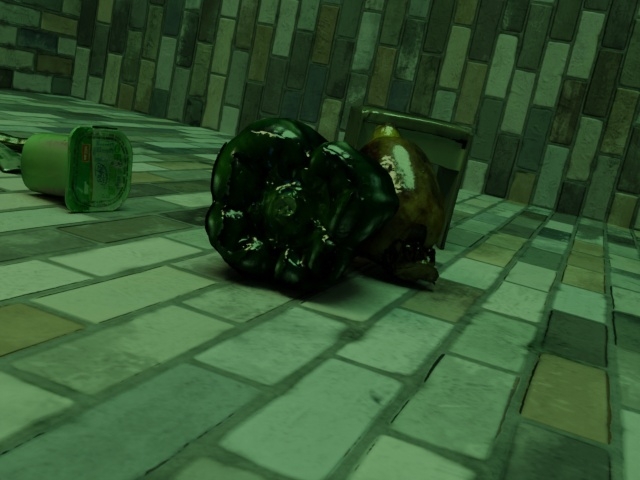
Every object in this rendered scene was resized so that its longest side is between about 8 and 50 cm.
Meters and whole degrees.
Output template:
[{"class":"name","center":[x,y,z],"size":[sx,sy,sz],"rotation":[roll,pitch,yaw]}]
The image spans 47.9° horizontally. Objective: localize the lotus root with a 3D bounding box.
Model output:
[{"class":"lotus root","center":[0.118,-0.071,1.215],"size":[0.169,0.314,0.141],"rotation":[-32,-36,35]}]

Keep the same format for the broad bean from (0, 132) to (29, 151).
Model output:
[{"class":"broad bean","center":[-0.680,-0.225,1.706],"size":[0.227,0.039,0.069],"rotation":[5,19,-36]}]

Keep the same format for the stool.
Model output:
[{"class":"stool","center":[0.168,-0.144,1.579],"size":[0.244,0.269,0.170],"rotation":[10,13,-8]}]

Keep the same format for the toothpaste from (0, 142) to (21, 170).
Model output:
[{"class":"toothpaste","center":[-0.660,-0.177,1.493],"size":[0.064,0.041,0.218],"rotation":[-13,27,-39]}]

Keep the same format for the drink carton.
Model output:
[{"class":"drink carton","center":[-0.430,-0.130,1.257],"size":[0.142,0.146,0.144],"rotation":[8,8,29]}]

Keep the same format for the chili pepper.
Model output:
[{"class":"chili pepper","center":[-0.027,-0.052,1.055],"size":[0.249,0.233,0.257],"rotation":[33,13,14]}]
